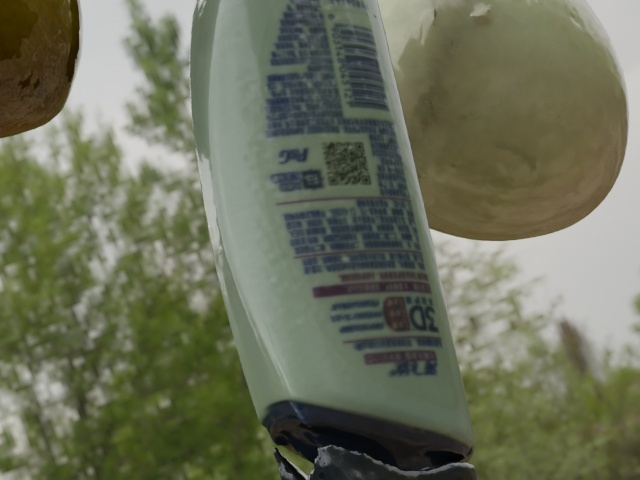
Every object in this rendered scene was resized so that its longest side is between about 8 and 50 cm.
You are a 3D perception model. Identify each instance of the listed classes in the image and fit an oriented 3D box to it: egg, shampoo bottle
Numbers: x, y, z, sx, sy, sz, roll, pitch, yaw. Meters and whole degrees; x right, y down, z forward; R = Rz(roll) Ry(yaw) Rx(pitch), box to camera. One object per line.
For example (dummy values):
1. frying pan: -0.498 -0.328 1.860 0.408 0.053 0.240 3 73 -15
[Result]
1. egg: 0.151 -0.143 1.576 0.283 0.345 0.283 -45 23 25
2. shampoo bottle: 0.000 0.000 0.938 0.134 0.359 0.078 0 -22 -30

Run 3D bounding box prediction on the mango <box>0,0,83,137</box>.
1. mango: -0.329 -0.219 0.990 0.220 0.445 0.301 -36 26 39
